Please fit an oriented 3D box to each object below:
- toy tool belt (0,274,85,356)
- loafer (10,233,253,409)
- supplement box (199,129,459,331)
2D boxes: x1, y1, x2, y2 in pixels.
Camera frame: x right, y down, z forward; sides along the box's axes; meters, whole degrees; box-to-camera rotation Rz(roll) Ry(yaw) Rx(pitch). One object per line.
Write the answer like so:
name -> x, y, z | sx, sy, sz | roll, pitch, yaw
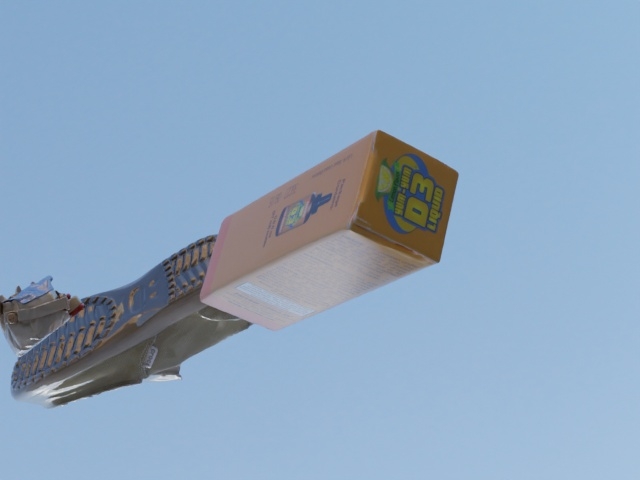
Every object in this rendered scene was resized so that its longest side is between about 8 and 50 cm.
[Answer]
toy tool belt -> -0.212, 0.047, 0.983 | 0.051, 0.052, 0.083 | 52, -154, -4
loafer -> -0.167, 0.093, 1.214 | 0.092, 0.268, 0.102 | 52, -158, -32
supplement box -> 0.000, 0.000, 0.951 | 0.080, 0.233, 0.078 | 25, -115, -21
